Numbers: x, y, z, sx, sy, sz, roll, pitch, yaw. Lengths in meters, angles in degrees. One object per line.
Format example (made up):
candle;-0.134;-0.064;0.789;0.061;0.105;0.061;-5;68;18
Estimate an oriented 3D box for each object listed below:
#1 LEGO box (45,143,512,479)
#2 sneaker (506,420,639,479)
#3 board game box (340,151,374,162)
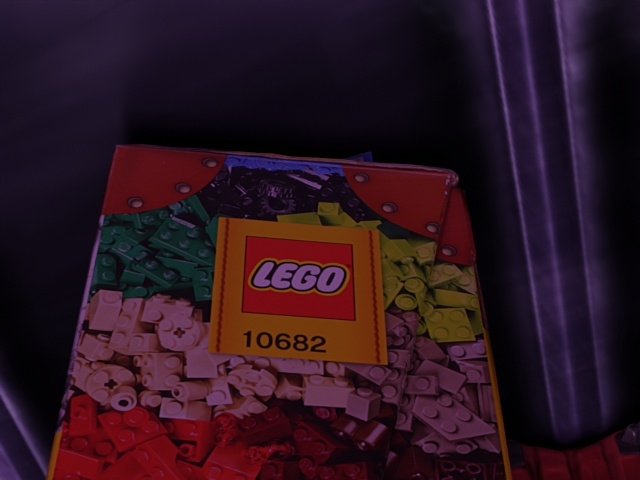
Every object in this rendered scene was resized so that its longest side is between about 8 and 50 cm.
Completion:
LEGO box;-0.040;0.260;0.646;0.193;0.372;0.500;4;131;-4
sneaker;0.199;0.192;0.784;0.276;0.097;0.135;-7;128;8
board game box;0.000;0.000;0.680;0.090;0.020;0.090;-15;128;12
